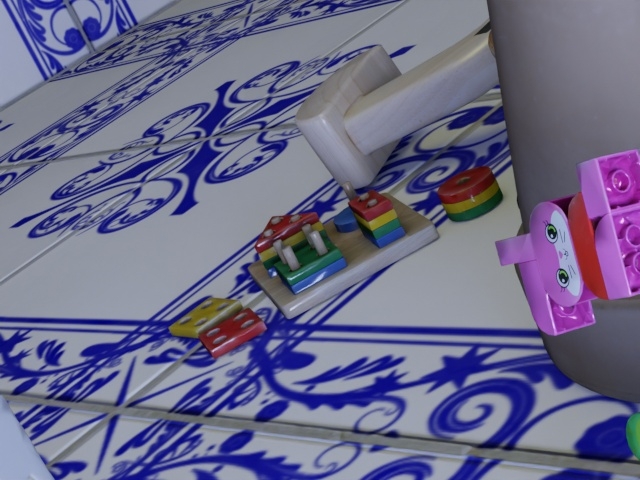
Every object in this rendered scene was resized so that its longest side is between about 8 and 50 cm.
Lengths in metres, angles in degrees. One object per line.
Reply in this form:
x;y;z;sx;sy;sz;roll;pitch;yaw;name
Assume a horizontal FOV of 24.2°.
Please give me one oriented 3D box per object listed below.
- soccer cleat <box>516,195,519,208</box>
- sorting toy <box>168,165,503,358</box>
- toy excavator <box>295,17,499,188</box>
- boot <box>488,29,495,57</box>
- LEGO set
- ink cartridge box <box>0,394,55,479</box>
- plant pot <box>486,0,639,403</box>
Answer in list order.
0.164;-0.067;1.088;0.060;0.072;0.179;-21;19;16;soccer cleat
0.000;0.000;1.174;0.274;0.046;0.132;-29;18;-6;sorting toy
0.222;-0.224;1.258;0.445;0.222;0.433;-42;18;-22;toy excavator
0.249;-0.218;1.077;0.248;0.207;0.090;-4;40;-5;boot
0.133;0.081;0.546;0.087;0.227;0.093;-13;-2;-28;LEGO set
-0.238;0.190;0.802;0.208;0.153;0.087;-23;19;13;ink cartridge box
0.219;-0.114;0.812;0.323;0.280;0.323;-25;17;8;plant pot
